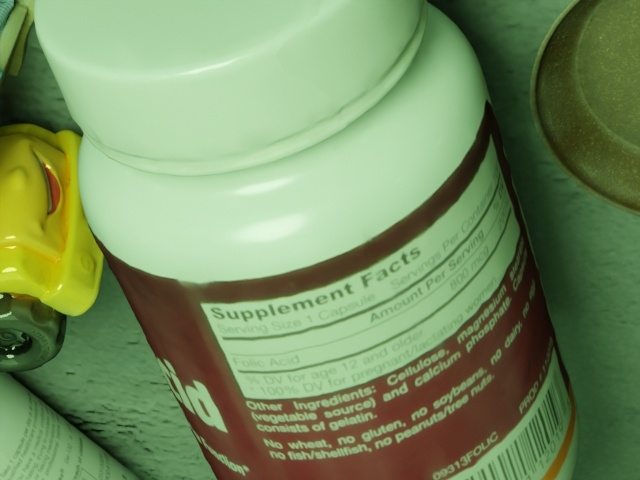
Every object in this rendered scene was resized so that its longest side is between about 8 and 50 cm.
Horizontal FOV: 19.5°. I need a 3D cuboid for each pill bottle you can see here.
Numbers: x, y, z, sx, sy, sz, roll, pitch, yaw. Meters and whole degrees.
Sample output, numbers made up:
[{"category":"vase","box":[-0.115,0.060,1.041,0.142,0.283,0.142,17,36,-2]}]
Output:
[{"category":"pill bottle","box":[0.000,0.000,1.030,0.224,0.224,0.392,-8,131,16]},{"category":"pill bottle","box":[-0.239,0.155,1.278,0.131,0.131,0.229,-28,124,30]}]

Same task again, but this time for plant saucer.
[{"category":"plant saucer","box":[0.217,-0.092,1.039,0.198,0.036,0.198,4,133,4]}]

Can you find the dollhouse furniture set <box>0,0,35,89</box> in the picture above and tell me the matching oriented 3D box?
[{"category":"dollhouse furniture set","box":[-0.213,-0.141,0.993,0.129,0.129,0.184,20,134,-9]}]

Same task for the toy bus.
[{"category":"toy bus","box":[-0.263,-0.011,1.088,0.220,0.149,0.211,-25,137,27]}]
